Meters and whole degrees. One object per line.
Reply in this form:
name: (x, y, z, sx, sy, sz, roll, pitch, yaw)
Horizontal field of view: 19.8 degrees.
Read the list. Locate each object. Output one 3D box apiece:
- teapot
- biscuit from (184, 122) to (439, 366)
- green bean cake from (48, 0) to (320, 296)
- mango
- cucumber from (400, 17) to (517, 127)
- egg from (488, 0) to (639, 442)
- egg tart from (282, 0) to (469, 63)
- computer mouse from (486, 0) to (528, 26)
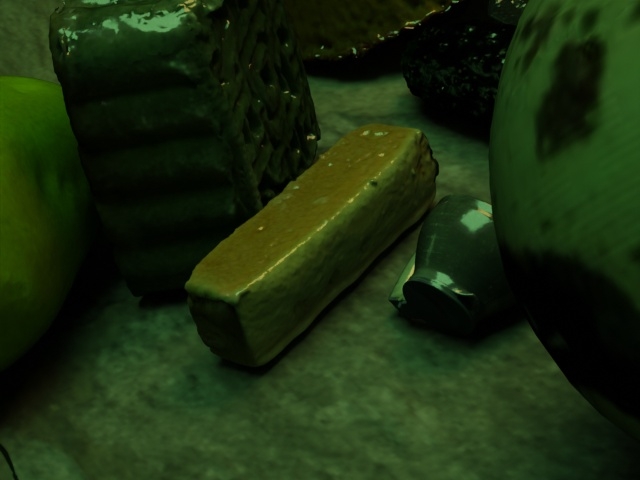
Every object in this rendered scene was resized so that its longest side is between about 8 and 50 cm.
teapot: (0.069, 0.016, 0.947, 0.057, 0.066, 0.088, -51, 21, -23)
biscuit: (0.000, 0.000, 0.999, 0.052, 0.056, 0.188, 13, 38, 35)
green bean cake: (-0.069, -0.080, 1.048, 0.094, 0.173, 0.181, -7, 27, 17)
mango: (-0.224, -0.008, 1.007, 0.185, 0.149, 0.273, 7, 26, 9)
cucumber: (0.143, -0.084, 1.070, 0.072, 0.072, 0.300, -33, 35, -30)
egg: (0.233, -0.056, 0.761, 0.287, 0.288, 0.379, 12, 42, 38)
egg tart: (0.024, -0.228, 1.266, 0.215, 0.171, 0.215, -24, 28, 14)
computer mouse: (0.159, -0.135, 1.172, 0.079, 0.047, 0.135, -32, 44, -8)
